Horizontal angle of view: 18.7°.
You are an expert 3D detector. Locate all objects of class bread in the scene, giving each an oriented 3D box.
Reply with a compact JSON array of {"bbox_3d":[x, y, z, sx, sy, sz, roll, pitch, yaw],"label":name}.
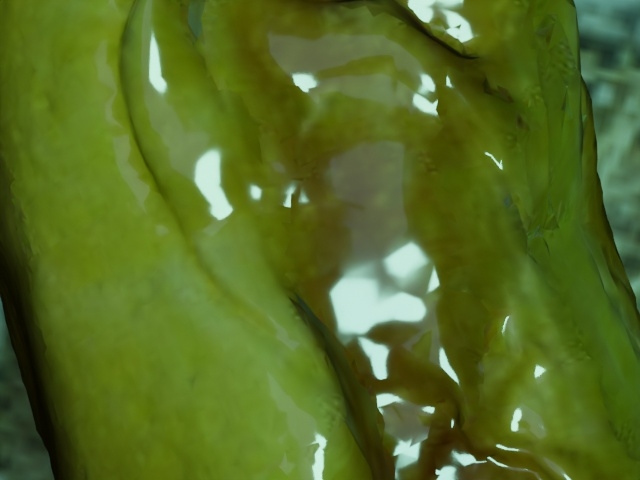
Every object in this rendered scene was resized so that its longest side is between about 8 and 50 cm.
[{"bbox_3d":[-0.006,0.002,0.460,0.148,0.195,0.344,-15,90,2],"label":"bread"}]
